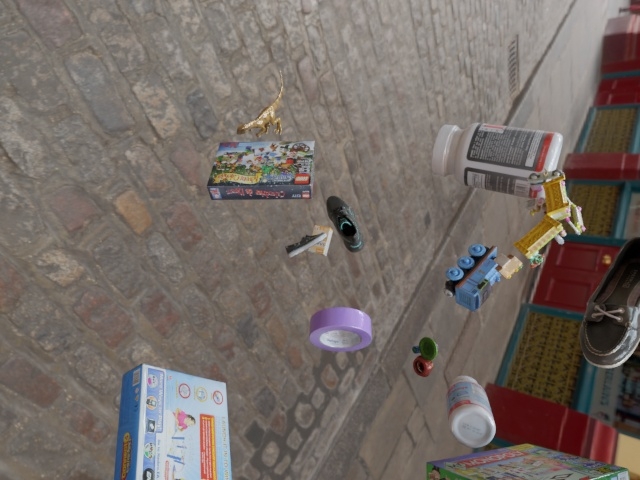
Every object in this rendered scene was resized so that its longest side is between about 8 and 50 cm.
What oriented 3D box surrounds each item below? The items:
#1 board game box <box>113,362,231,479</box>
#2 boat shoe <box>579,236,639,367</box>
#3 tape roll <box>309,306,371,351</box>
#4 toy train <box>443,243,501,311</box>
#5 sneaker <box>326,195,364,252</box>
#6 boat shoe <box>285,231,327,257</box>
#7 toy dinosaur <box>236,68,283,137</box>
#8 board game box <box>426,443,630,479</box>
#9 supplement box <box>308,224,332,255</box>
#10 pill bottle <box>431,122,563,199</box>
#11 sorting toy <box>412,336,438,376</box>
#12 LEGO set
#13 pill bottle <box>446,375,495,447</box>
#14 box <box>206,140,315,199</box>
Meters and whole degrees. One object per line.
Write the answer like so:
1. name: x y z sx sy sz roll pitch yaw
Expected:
1. board game box: -0.379 0.515 1.144 0.302 0.086 0.309 37 31 -46
2. boat shoe: 0.643 0.121 0.932 0.335 0.112 0.096 -44 116 -28
3. tape roll: 0.088 0.398 1.908 0.275 0.274 0.090 50 33 -46
4. toy train: 0.383 0.085 1.057 0.184 0.105 0.080 -39 138 -24
5. sneaker: 0.094 -0.083 1.675 0.101 0.268 0.106 -29 151 2
6. boat shoe: -0.046 0.006 1.325 0.040 0.142 0.049 62 14 2
7. toy dinosaur: -0.138 -0.344 1.170 0.212 0.064 0.112 -54 157 -20
8. board game box: 0.391 0.449 0.816 0.316 0.213 0.046 8 77 -30
9. supplement box: 0.000 0.000 1.525 0.036 0.062 0.099 43 59 -67
10. pill bottle: 0.563 -0.268 1.400 0.210 0.362 0.211 -38 136 -47
11. sorting toy: 0.245 0.261 0.985 0.042 0.061 0.102 -1 119 -35
12. LEGO set: 0.499 -0.023 0.949 0.107 0.132 0.287 37 70 -27
13. pill bottle: 0.308 0.347 0.898 0.160 0.087 0.087 -32 125 -75
14. box: -0.130 -0.165 1.000 0.044 0.232 0.159 85 6 -49
